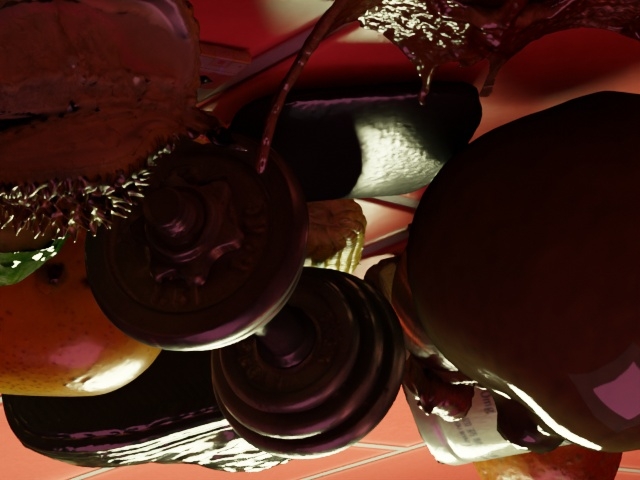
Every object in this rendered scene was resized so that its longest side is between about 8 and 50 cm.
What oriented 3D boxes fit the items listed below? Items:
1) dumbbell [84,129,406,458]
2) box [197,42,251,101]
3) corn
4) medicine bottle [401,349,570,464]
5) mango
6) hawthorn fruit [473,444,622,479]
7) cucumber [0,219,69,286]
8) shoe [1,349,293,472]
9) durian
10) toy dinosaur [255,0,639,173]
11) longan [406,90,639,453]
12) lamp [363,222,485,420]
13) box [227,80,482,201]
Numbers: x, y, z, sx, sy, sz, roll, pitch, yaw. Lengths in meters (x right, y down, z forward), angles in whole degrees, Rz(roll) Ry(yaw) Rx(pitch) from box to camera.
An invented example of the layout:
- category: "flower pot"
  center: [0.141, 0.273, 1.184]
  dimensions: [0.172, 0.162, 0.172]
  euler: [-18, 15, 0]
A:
- category: "dumbbell"
  center: [-0.052, 0.052, 1.394]
  dimensions: [0.179, 0.179, 0.406]
  euler: [-11, 155, 14]
- category: "box"
  center: [-0.091, -0.120, 1.261]
  dimensions: [0.046, 0.012, 0.083]
  euler: [7, 159, -33]
- category: "corn"
  center: [0.000, 0.000, 1.583]
  dimensions: [0.085, 0.063, 0.165]
  euler: [-14, 163, -2]
- category: "medicine bottle"
  center: [0.269, 0.117, 1.825]
  dimensions: [0.332, 0.190, 0.190]
  euler: [-15, 160, 25]
- category: "mango"
  center: [-0.262, 0.065, 1.557]
  dimensions: [0.191, 0.160, 0.290]
  euler: [0, 171, -37]
- category: "hawthorn fruit"
  center: [0.277, 0.248, 2.111]
  dimensions: [0.210, 0.262, 0.210]
  euler: [-3, 163, -1]
- category: "cucumber"
  center: [-0.249, -0.023, 1.334]
  dimensions: [0.134, 0.134, 0.244]
  euler: [0, 164, -19]
- category: "shoe"
  center: [-0.147, 0.160, 1.839]
  dimensions: [0.384, 0.171, 0.237]
  euler: [-10, 159, -15]
- category: "durian"
  center: [-0.171, -0.096, 1.089]
  dimensions: [0.138, 0.193, 0.237]
  euler: [9, 173, 46]
- category: "toy dinosaur"
  center: [0.133, -0.115, 1.202]
  dimensions: [0.327, 0.113, 0.206]
  euler: [6, 158, -39]
- category: "longan"
  center: [0.200, 0.029, 1.344]
  dimensions: [0.243, 0.300, 0.300]
  euler: [8, 157, -32]
- category: "lamp"
  center: [0.123, 0.053, 1.654]
  dimensions: [0.151, 0.215, 0.223]
  euler: [28, 121, -37]
- category: "box"
  center: [0.014, -0.077, 1.382]
  dimensions: [0.201, 0.042, 0.212]
  euler: [-2, 160, -13]
